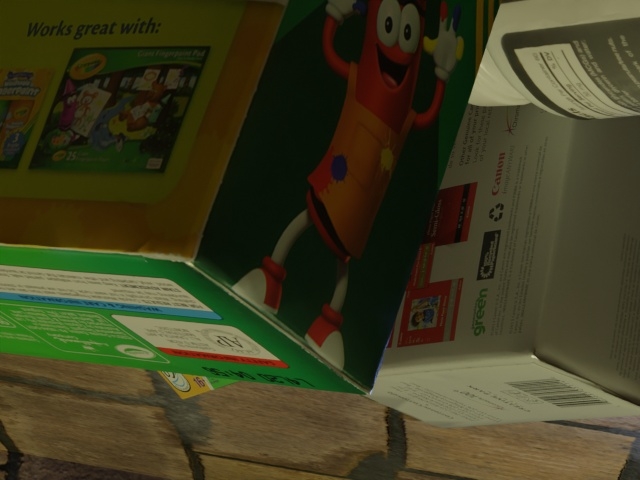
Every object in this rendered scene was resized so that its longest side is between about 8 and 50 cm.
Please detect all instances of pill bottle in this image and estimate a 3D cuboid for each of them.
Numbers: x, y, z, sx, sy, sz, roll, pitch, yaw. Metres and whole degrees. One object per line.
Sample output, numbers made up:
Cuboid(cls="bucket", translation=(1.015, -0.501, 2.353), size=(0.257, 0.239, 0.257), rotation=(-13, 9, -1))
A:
Cuboid(cls="pill bottle", translation=(0.191, -0.153, 1.165), size=(0.162, 0.162, 0.278), rotation=(26, 163, -38))

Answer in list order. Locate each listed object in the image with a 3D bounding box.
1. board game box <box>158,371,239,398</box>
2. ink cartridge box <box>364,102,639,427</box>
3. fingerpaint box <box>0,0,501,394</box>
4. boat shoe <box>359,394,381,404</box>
Cuboid(cls="board game box", translation=(-0.159, -0.008, 1.789), size=(0.316, 0.064, 0.242), rotation=(49, 152, -9))
Cuboid(cls="ink cartridge box", translation=(0.115, -0.034, 1.409), size=(0.130, 0.309, 0.272), rotation=(25, 158, -37))
Cuboid(cls="fingerpaint box", translation=(-0.127, -0.129, 1.091), size=(0.445, 0.371, 0.163), rotation=(3, 155, 38))
Cuboid(cls="boat shoe", translation=(0.039, 0.076, 1.886), size=(0.116, 0.123, 0.324), rotation=(48, -172, -17))
